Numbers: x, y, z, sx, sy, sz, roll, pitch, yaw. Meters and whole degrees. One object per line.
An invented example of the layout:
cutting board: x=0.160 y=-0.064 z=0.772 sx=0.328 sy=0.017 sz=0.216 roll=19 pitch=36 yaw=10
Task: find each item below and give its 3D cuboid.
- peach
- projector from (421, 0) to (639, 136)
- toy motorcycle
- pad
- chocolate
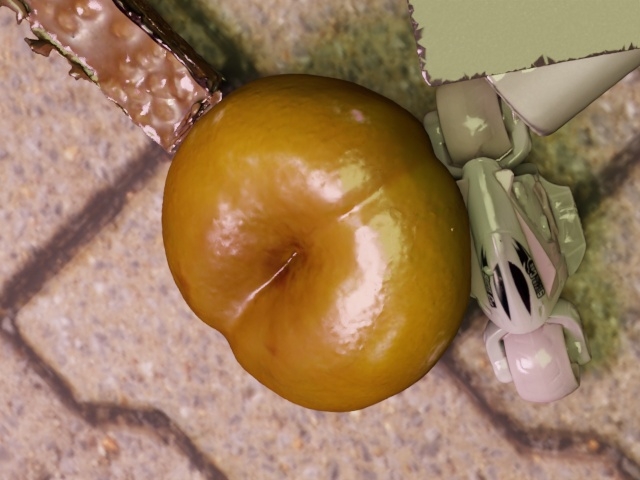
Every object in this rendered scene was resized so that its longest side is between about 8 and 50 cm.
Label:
peach: x=0.000 y=0.000 z=1.304 sx=0.251 sy=0.153 sz=0.251 roll=28 pitch=135 yaw=32
projector: x=0.170 y=-0.245 z=1.195 sx=0.249 sy=0.248 sz=0.248 roll=-38 pitch=92 yaw=15
toy motorcycle: x=0.135 y=0.002 z=1.327 sx=0.112 sy=0.112 sz=0.254 roll=-14 pitch=100 yaw=13
pad: x=0.109 y=-0.206 z=1.083 sx=0.143 sy=0.003 sz=0.211 roll=-9 pitch=99 yaw=13
chocolate: x=-0.201 y=-0.205 z=1.373 sx=0.329 sy=0.065 sz=0.102 roll=45 pitch=124 yaw=0
